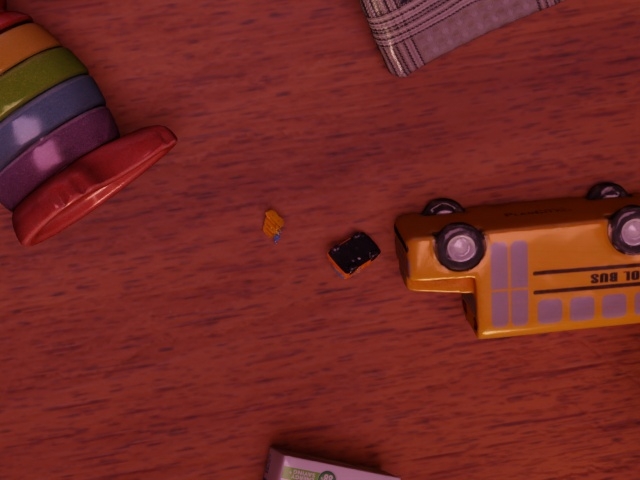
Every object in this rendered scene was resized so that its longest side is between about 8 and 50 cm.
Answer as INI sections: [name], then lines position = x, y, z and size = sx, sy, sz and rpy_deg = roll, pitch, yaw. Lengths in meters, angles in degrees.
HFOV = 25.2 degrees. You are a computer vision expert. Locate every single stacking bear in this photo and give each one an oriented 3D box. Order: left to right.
[stacking bear]
position = -0.305, -0.153, 1.380
size = 0.289, 0.175, 0.164
rpy_deg = 55, 137, -1

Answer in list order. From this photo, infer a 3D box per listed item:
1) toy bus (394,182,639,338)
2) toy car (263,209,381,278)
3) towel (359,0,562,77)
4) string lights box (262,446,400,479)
[toy bus]
position = 0.249, 0.021, 1.483
size = 0.332, 0.108, 0.130
rpy_deg = -6, 107, -4
[toy car]
position = 0.000, 0.000, 1.505
size = 0.122, 0.060, 0.040
rpy_deg = 33, 142, 6
[towel]
position = 0.172, -0.330, 1.365
size = 0.324, 0.056, 0.312
rpy_deg = -24, 131, -1
[string lights box]
position = -0.012, 0.361, 1.511
size = 0.133, 0.077, 0.260
rpy_deg = 13, 86, -14
